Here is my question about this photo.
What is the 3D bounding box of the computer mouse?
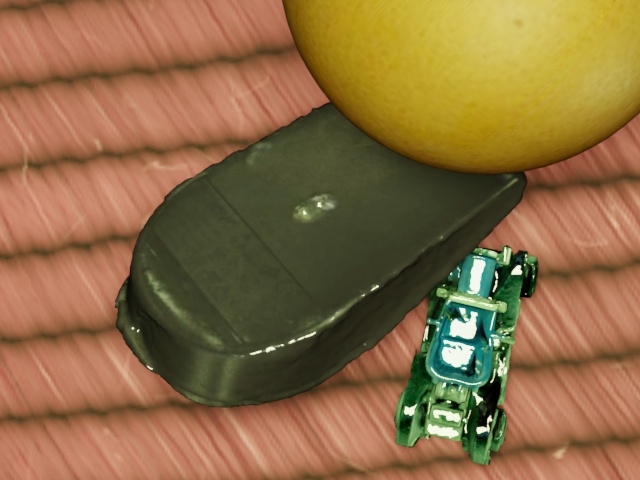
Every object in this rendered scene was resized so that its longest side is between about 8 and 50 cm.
[{"bbox_3d":[0.000,0.004,0.875,0.295,0.087,0.168,-34,53,-10],"label":"computer mouse"}]

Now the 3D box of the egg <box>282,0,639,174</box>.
[{"bbox_3d":[0.097,-0.176,0.778,0.250,0.322,0.250,-3,118,-6],"label":"egg"}]

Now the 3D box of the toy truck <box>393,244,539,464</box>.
[{"bbox_3d":[0.100,0.074,0.873,0.080,0.078,0.154,12,88,8],"label":"toy truck"}]
